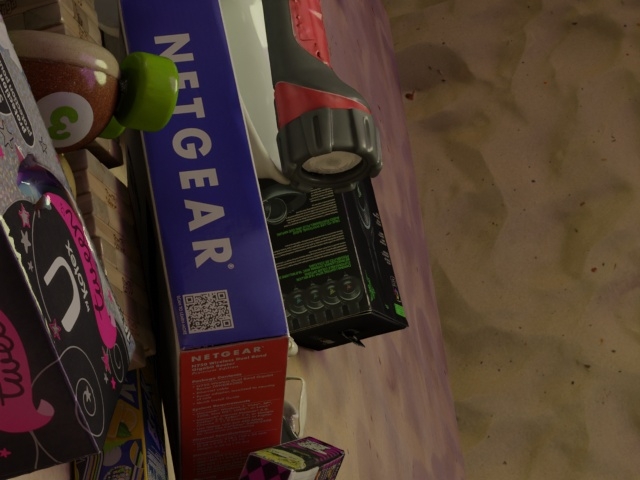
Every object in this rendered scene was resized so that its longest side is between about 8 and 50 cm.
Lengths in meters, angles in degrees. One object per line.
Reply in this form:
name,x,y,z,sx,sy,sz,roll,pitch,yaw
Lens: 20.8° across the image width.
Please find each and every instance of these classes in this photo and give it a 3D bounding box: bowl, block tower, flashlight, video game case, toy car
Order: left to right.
toy car,-0.197,-0.039,1.146,0.149,0.155,0.188,-1,-100,62
block tower,-0.200,-0.058,1.285,0.091,0.097,0.335,50,28,-67
bowl,-0.128,-0.180,1.741,0.298,0.134,0.297,-17,90,-80
video game case,-0.058,0.266,1.332,0.210,0.042,0.232,13,100,-78
flashlight,-0.006,-0.200,1.738,0.103,0.103,0.304,15,58,-39

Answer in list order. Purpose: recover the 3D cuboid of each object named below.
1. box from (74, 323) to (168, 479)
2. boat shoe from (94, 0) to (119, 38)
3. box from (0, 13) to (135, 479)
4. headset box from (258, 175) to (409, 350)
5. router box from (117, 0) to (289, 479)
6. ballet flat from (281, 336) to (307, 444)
box,-0.154,0.130,1.329,0.054,0.059,0.169,65,13,-53
boat shoe,-0.204,-0.336,1.635,0.156,0.136,0.367,53,14,-72
box,-0.216,-0.002,0.896,0.142,0.163,0.247,-84,156,-68
headset box,0.000,0.000,2.174,0.246,0.131,0.283,32,43,-74
router box,-0.099,0.016,1.419,0.301,0.082,0.335,96,-16,-56
ballet flat,-0.052,0.142,1.846,0.074,0.074,0.203,47,29,-69
